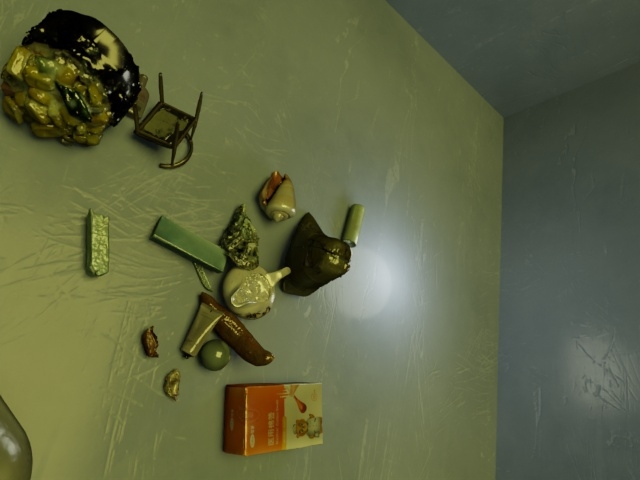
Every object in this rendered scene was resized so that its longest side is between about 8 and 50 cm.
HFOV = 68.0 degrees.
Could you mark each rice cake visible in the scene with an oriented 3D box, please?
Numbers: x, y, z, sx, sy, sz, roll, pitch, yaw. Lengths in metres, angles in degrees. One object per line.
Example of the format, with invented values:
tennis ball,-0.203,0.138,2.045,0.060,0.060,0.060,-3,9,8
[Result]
rice cake,-0.678,0.011,1.443,0.063,0.069,0.206,5,73,-39

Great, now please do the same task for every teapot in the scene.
teapot,-0.239,0.170,1.725,0.300,0.166,0.208,-34,85,-40

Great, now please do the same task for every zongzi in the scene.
zongzi,0.000,0.000,1.855,0.174,0.356,0.392,24,61,-24

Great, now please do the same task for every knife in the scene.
knife,-0.432,0.091,1.673,0.028,0.015,0.210,-30,99,-47

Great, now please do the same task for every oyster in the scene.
oyster,-0.475,0.465,1.530,0.080,0.038,0.083,63,21,-23
oyster,-0.279,-0.003,1.755,0.199,0.087,0.252,35,42,0

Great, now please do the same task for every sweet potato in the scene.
sweet potato,-0.302,0.315,1.651,0.341,0.114,0.092,43,53,9

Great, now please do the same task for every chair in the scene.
chair,-0.516,-0.390,1.607,0.167,0.272,0.188,25,58,-2

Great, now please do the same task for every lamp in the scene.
lamp,-0.354,0.386,1.600,0.105,0.105,0.105,13,70,-39

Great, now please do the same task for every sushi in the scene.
sushi,-0.534,0.320,1.494,0.047,0.050,0.099,-10,92,-37
sushi,-0.717,-0.448,1.366,0.328,0.329,0.285,45,47,-29

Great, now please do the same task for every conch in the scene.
conch,-0.170,-0.164,1.926,0.159,0.127,0.255,15,41,-7

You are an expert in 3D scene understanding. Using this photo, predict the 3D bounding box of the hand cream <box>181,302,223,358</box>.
hand cream,-0.404,0.307,1.585,0.087,0.054,0.186,24,75,11

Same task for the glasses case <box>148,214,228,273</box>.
glasses case,-0.451,0.023,1.640,0.266,0.056,0.105,32,39,-25

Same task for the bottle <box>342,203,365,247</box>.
bottle,0.154,-0.069,2.197,0.072,0.072,0.201,34,59,-30

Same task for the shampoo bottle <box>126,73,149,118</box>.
shampoo bottle,-0.634,-0.501,1.638,0.080,0.040,0.165,25,62,-33

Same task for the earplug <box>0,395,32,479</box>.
earplug,-0.826,0.461,1.020,0.313,0.313,0.393,-38,104,-41

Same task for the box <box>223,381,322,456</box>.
box,-0.165,0.619,1.680,0.342,0.144,0.224,11,71,-38
